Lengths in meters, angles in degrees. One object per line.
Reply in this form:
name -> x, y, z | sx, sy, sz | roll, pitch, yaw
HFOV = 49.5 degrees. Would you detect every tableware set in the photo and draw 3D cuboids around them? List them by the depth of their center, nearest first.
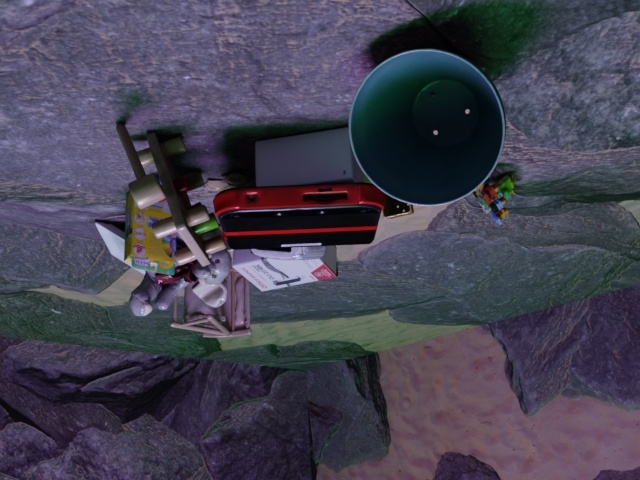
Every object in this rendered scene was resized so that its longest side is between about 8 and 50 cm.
tableware set -> -0.211, -0.140, 1.812 | 0.169, 0.020, 0.141 | 14, 153, -39

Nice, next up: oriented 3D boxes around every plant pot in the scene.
plant pot -> 0.224, -0.234, 1.353 | 0.290, 0.290, 0.195 | -15, -167, 27
plant pot -> 0.216, -0.101, 1.906 | 0.081, 0.081, 0.083 | -12, 168, 21

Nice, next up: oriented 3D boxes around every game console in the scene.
game console -> -0.048, -0.051, 1.660 | 0.387, 0.060, 0.342 | -2, 165, -1

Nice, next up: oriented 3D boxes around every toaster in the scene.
toaster -> -0.100, -0.009, 1.958 | 0.227, 0.129, 0.146 | 6, -176, 24

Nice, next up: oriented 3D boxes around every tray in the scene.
tray -> -0.589, 0.022, 2.096 | 0.145, 0.030, 0.270 | 31, 159, 6

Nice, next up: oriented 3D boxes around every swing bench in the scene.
swing bench -> -0.355, 0.176, 2.291 | 0.165, 0.253, 0.255 | -12, 157, 23

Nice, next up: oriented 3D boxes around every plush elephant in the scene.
plush elephant -> -0.378, 0.070, 2.018 | 0.256, 0.271, 0.330 | 5, -170, 14

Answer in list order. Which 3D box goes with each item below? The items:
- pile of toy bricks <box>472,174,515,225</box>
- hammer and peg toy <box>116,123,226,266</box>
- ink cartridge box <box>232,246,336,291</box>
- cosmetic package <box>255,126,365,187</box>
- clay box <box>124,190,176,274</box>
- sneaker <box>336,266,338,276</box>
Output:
pile of toy bricks -> 0.475, -0.133, 1.855 | 0.105, 0.118, 0.212 | -41, 141, 5
hammer and peg toy -> -0.330, -0.114, 1.564 | 0.127, 0.265, 0.361 | -21, 158, -4
ink cartridge box -> -0.111, 0.051, 2.162 | 0.273, 0.114, 0.197 | -12, 148, 22
cosmetic package -> -0.018, -0.147, 1.660 | 0.224, 0.138, 0.224 | -7, 161, 10
clay box -> -0.443, -0.017, 1.814 | 0.127, 0.222, 0.053 | 14, 153, -37
sneaker -> -0.011, 0.090, 2.357 | 0.097, 0.084, 0.234 | -8, 159, 14
